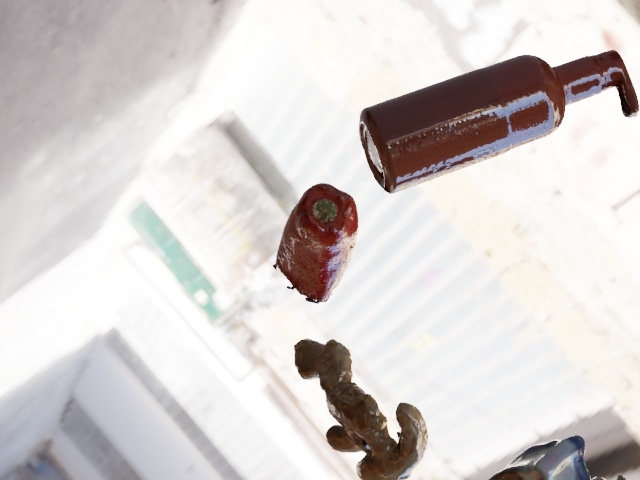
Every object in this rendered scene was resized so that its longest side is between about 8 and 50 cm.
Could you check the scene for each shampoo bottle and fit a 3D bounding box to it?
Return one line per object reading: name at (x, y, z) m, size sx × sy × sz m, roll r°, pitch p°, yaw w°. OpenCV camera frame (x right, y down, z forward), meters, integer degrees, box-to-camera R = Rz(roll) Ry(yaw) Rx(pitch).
shampoo bottle at (0.158, -0.115, 1.212) m, size 0.244 × 0.085 × 0.085 m, roll -18°, pitch 173°, yaw -6°

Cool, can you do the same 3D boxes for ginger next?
ginger at (0.038, 0.219, 1.719) m, size 0.065 × 0.259 × 0.149 m, roll -11°, pitch 119°, yaw -35°

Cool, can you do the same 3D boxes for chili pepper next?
chili pepper at (0.000, 0.000, 1.351) m, size 0.070 × 0.073 × 0.123 m, roll -3°, pitch 143°, yaw -17°

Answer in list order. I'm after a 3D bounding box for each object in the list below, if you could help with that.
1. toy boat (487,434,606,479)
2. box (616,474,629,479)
toy boat at (0.144, 0.238, 0.897) m, size 0.115 × 0.114 × 0.262 m, roll -3°, pitch 117°, yaw -41°
box at (0.300, 0.369, 1.368) m, size 0.225 × 0.086 × 0.129 m, roll -57°, pitch -153°, yaw 3°
